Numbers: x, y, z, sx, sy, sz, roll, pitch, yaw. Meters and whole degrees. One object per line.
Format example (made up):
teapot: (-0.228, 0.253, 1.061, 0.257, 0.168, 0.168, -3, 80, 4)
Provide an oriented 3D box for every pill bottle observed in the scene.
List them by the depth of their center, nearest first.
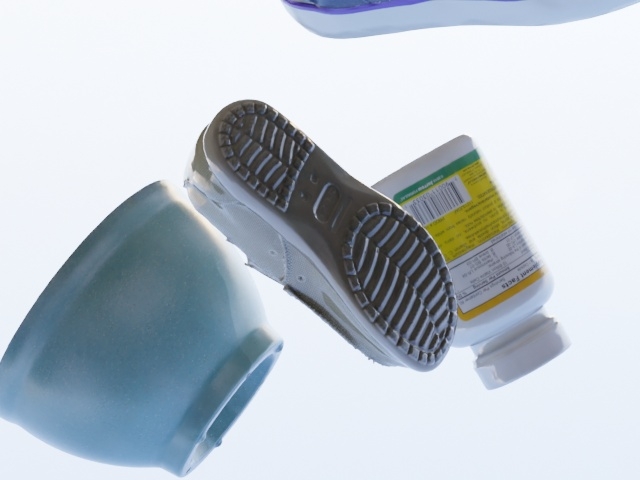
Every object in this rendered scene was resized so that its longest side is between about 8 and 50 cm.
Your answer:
pill bottle: (0.133, 0.021, 1.468, 0.117, 0.208, 0.117, -30, 179, 0)

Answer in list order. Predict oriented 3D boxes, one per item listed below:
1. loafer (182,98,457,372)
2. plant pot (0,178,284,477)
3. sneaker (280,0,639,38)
loafer: (0.000, 0.000, 1.273, 0.092, 0.268, 0.102, -16, -147, 53)
plant pot: (-0.161, 0.112, 1.670, 0.196, 0.293, 0.293, 35, -135, 8)
sneaker: (0.077, -0.240, 0.946, 0.322, 0.236, 0.130, -9, -129, 21)
